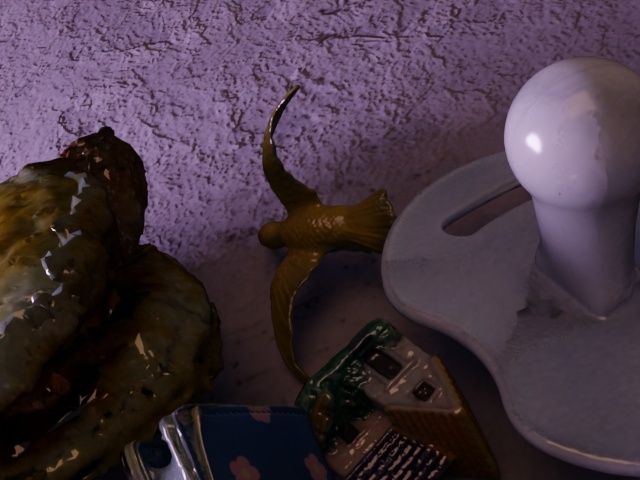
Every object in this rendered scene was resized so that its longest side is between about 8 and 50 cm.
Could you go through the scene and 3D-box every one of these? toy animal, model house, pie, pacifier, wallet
[{"bbox_3d":[0.000,0.000,0.765,0.095,0.155,0.219,-3,88,-7],"label":"toy animal"},{"bbox_3d":[0.049,0.123,0.616,0.101,0.087,0.100,-44,45,-14],"label":"model house"},{"bbox_3d":[-0.273,0.120,0.683,0.418,0.180,0.395,-36,23,3],"label":"pie"},{"bbox_3d":[0.171,-0.012,0.586,0.244,0.233,0.299,-33,45,-13],"label":"pacifier"},{"bbox_3d":[-0.017,0.184,0.513,0.059,0.141,0.202,-40,60,26],"label":"wallet"}]
